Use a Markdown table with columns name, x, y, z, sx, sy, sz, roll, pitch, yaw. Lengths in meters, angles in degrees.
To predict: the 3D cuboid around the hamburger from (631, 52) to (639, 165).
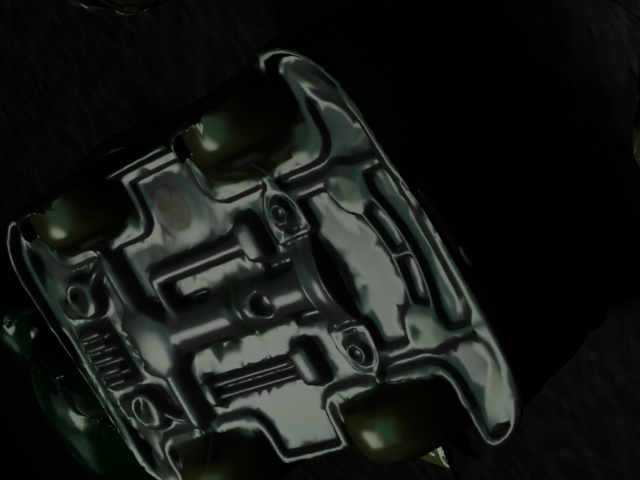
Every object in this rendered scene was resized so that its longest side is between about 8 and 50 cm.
| name | x | y | z | sx | sy | sz | roll | pitch | yaw |
| --- | --- | --- | --- | --- | --- | --- | --- | --- | --- |
| hamburger | 0.226 | 0.010 | 0.452 | 0.288 | 0.168 | 0.192 | 21 | 142 | 52 |

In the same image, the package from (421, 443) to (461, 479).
| name | x | y | z | sx | sy | sz | roll | pitch | yaw |
| --- | --- | --- | --- | --- | --- | --- | --- | --- | --- |
| package | 0.057 | 0.124 | 1.281 | 0.121 | 0.031 | 0.108 | 16 | 137 | 62 |

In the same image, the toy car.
| name | x | y | z | sx | sy | sz | roll | pitch | yaw |
| --- | --- | --- | --- | --- | --- | --- | --- | --- | --- |
| toy car | 0.000 | 0.000 | 0.997 | 0.336 | 0.226 | 0.242 | -24 | 100 | 45 |

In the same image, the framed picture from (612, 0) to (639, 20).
| name | x | y | z | sx | sy | sz | roll | pitch | yaw |
| --- | --- | --- | --- | --- | --- | --- | --- | --- | --- |
| framed picture | 0.133 | -0.167 | 0.634 | 0.324 | 0.013 | 0.244 | 44 | 158 | 31 |

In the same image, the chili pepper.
| name | x | y | z | sx | sy | sz | roll | pitch | yaw |
| --- | --- | --- | --- | --- | --- | --- | --- | --- | --- |
| chili pepper | -0.140 | 0.080 | 1.415 | 0.248 | 0.233 | 0.256 | 62 | 177 | 34 |

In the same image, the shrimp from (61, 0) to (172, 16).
| name | x | y | z | sx | sy | sz | roll | pitch | yaw |
| --- | --- | --- | --- | --- | --- | --- | --- | --- | --- |
| shrimp | -0.128 | -0.232 | 1.007 | 0.145 | 0.116 | 0.343 | 31 | 157 | -1 |
